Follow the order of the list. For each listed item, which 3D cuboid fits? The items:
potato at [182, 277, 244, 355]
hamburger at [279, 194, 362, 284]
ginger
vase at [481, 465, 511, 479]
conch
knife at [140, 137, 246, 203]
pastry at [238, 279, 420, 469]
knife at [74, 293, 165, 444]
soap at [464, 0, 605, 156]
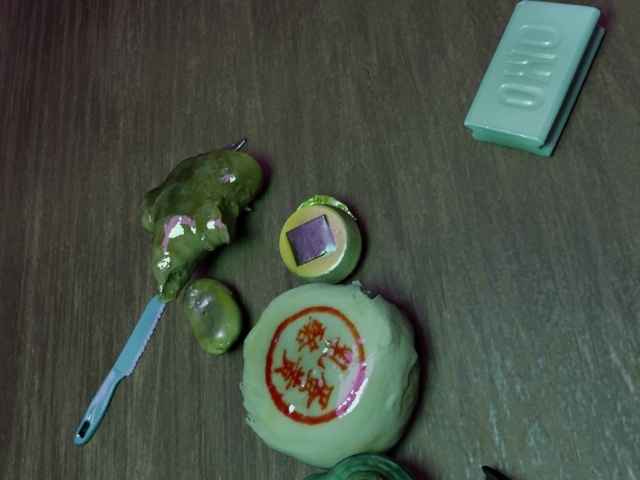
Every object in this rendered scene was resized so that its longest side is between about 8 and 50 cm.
[{"bbox_3d":[-0.170,0.121,1.030,0.092,0.070,0.138,-39,59,11],"label":"potato"},{"bbox_3d":[0.000,0.000,0.970,0.126,0.081,0.141,-41,69,14],"label":"hamburger"},{"bbox_3d":[-0.219,-0.032,1.055,0.219,0.123,0.270,8,54,34],"label":"ginger"},{"bbox_3d":[0.171,0.348,0.755,0.059,0.059,0.167,36,92,35],"label":"vase"},{"bbox_3d":[0.040,0.335,0.769,0.176,0.122,0.188,29,115,19],"label":"conch"},{"bbox_3d":[-0.238,-0.124,1.191,0.247,0.018,0.035,-28,58,18],"label":"knife"},{"bbox_3d":[0.009,0.178,0.871,0.265,0.133,0.264,-14,64,30],"label":"pastry"},{"bbox_3d":[-0.348,0.223,1.132,0.045,0.019,0.313,26,86,27],"label":"knife"},{"bbox_3d":[0.295,-0.225,0.886,0.119,0.066,0.198,22,84,32],"label":"soap"}]
